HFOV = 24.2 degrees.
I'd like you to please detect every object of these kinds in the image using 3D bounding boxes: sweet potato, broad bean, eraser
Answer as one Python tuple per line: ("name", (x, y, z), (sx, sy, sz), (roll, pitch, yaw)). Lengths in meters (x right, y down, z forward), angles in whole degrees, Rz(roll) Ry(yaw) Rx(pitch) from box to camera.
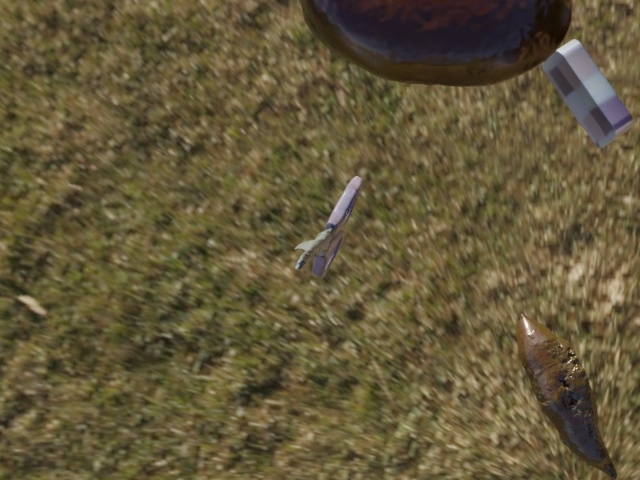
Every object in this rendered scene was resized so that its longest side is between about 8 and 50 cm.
("sweet potato", (0.268, 0.170, 1.623), (0.068, 0.060, 0.205), (-25, 91, 37))
("broad bean", (0.070, -0.148, 0.915), (0.165, 0.084, 0.114), (-5, 87, 3))
("eraser", (0.266, -0.146, 1.489), (0.026, 0.065, 0.105), (-33, 84, -14))

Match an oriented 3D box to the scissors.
("scissors", (0.001, 0.000, 1.435), (0.021, 0.212, 0.110), (23, 105, 9))
